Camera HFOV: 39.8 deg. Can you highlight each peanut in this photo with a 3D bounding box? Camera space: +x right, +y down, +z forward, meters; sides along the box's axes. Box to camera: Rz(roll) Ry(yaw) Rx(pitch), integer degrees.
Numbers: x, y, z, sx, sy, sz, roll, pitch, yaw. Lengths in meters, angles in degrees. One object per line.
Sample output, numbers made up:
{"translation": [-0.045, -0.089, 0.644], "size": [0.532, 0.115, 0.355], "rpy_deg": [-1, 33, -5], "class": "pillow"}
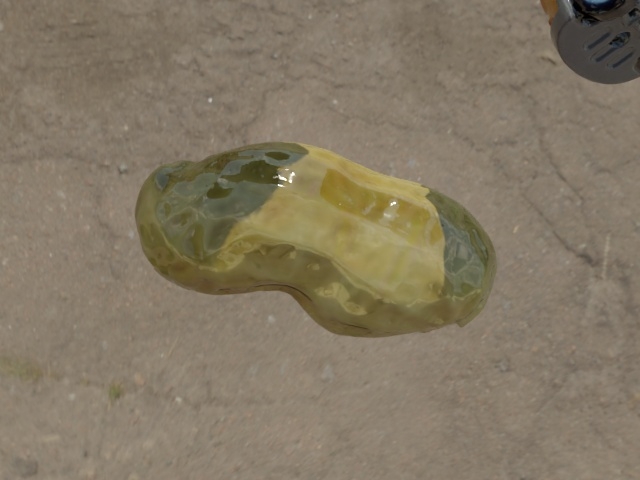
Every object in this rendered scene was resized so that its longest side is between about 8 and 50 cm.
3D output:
{"translation": [0.000, 0.000, 0.736], "size": [0.306, 0.147, 0.147], "rpy_deg": [19, 64, -15], "class": "peanut"}

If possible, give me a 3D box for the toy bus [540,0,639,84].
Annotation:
{"translation": [0.233, -0.213, 0.581], "size": [0.126, 0.209, 0.136], "rpy_deg": [15, 46, -47], "class": "toy bus"}
